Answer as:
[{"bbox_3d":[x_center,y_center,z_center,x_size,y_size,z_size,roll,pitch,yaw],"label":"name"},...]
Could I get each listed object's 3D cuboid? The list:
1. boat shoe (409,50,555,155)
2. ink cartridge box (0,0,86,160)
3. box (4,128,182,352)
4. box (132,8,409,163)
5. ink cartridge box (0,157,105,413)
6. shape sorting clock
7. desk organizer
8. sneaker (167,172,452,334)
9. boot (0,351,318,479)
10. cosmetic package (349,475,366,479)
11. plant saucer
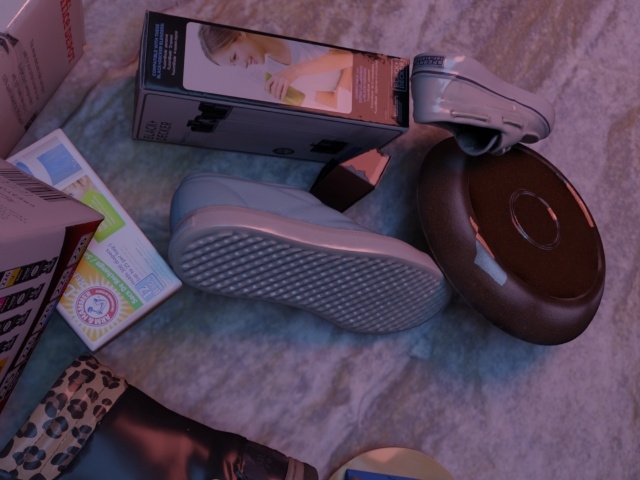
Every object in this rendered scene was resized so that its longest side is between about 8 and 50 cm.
[{"bbox_3d":[0.198,-0.143,0.764,0.268,0.096,0.088,10,89,-51],"label":"boat shoe"},{"bbox_3d":[-0.352,-0.156,0.613,0.115,0.198,0.272,30,71,-10],"label":"ink cartridge box"},{"bbox_3d":[-0.254,0.007,0.666,0.114,0.103,0.203,-40,94,-22],"label":"box"},{"bbox_3d":[-0.063,-0.161,0.734,0.290,0.169,0.087,5,80,-20],"label":"box"},{"bbox_3d":[-0.331,0.094,0.472,0.130,0.272,0.309,29,97,-1],"label":"ink cartridge box"},{"bbox_3d":[0.082,0.348,0.749,0.207,0.040,0.206,1,86,-14],"label":"shape sorting clock"},{"bbox_3d":[0.032,-0.076,0.768,0.050,0.130,0.047,31,72,-9],"label":"desk organizer"},{"bbox_3d":[0.000,0.000,0.746,0.366,0.135,0.150,20,36,-33],"label":"sneaker"},{"bbox_3d":[-0.207,0.321,0.606,0.284,0.138,0.377,34,80,-4],"label":"boot"},{"bbox_3d":[0.030,0.438,0.560,0.098,0.284,0.377,27,79,-12],"label":"cosmetic package"},{"bbox_3d":[0.264,-0.019,0.827,0.311,0.050,0.310,16,56,-26],"label":"plant saucer"}]
